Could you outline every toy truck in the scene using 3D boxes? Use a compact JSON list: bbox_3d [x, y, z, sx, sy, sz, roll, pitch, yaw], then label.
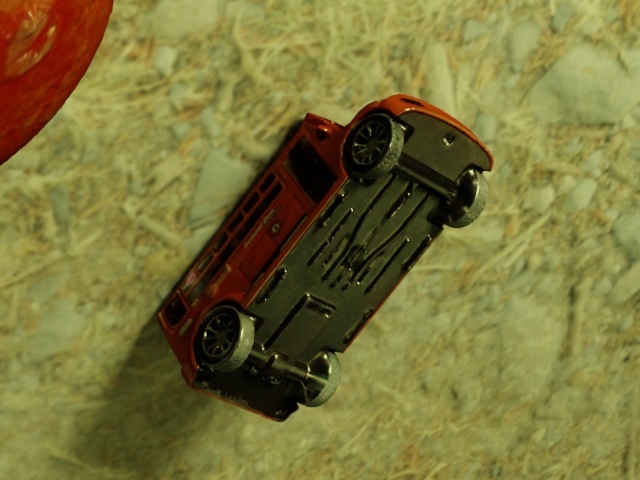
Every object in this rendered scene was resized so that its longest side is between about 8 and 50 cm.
[{"bbox_3d":[0.000,0.000,1.276,0.107,0.114,0.253,27,106,-41],"label":"toy truck"}]

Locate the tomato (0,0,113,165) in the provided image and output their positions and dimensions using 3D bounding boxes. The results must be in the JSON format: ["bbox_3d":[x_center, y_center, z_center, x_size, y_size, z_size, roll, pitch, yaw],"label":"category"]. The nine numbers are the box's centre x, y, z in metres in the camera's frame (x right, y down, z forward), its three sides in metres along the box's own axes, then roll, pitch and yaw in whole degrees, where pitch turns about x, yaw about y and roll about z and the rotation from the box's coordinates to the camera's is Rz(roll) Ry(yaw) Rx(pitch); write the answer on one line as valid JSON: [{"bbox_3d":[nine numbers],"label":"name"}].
[{"bbox_3d":[-0.211,-0.136,0.956,0.309,0.170,0.309,-14,110,-43],"label":"tomato"}]
